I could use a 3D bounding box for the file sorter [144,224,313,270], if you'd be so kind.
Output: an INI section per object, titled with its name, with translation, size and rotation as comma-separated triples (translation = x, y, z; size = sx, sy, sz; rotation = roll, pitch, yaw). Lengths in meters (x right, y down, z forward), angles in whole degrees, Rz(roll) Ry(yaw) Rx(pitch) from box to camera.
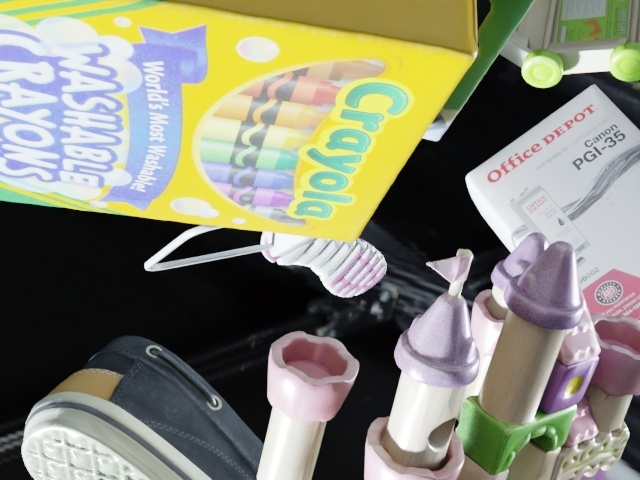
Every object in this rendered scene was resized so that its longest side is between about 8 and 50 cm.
[file sorter]
translation = -0.103, -0.127, 0.984
size = 0.173, 0.193, 0.278
rotation = -9, -99, -28

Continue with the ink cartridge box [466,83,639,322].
[ink cartridge box]
translation = 0.340, -0.019, 1.210
size = 0.283, 0.207, 0.117
rotation = 56, -176, 31

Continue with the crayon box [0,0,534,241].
[crayon box]
translation = -0.062, -0.084, 0.483
size = 0.322, 0.203, 0.083
rotation = 6, -114, -11

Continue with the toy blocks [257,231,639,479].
[toy blocks]
translation = 0.157, 0.117, 0.697
size = 0.288, 0.260, 0.309
rotation = -8, -147, -38

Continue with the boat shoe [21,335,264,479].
[boat shoe]
translation = -0.063, 0.282, 0.957
size = 0.500, 0.186, 0.156
rotation = 47, -143, -19

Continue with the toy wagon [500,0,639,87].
[toy wagon]
translation = 0.430, -0.326, 1.415
size = 0.344, 0.068, 0.267
rotation = 0, -131, 22

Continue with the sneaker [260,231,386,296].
[sneaker]
translation = 0.000, 0.000, 1.437
size = 0.236, 0.095, 0.105
rotation = 29, -158, -39
